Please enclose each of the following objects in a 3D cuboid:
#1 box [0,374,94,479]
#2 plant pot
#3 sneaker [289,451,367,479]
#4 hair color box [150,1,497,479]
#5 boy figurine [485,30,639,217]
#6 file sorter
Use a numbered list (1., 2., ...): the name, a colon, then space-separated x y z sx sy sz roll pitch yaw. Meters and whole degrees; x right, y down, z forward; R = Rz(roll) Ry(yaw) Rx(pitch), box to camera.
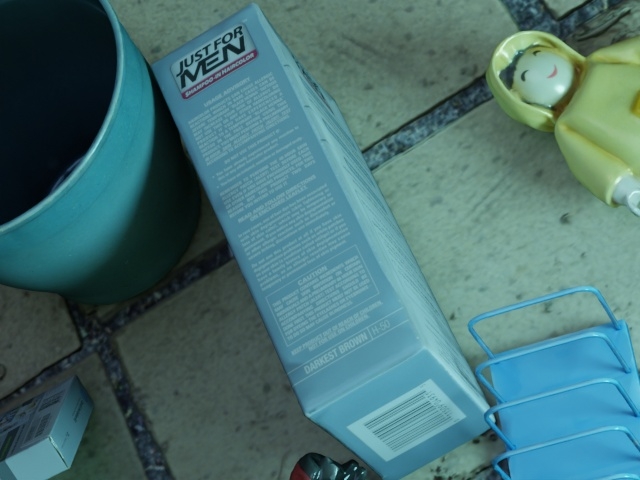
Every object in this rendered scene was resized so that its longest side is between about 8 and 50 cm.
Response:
1. box: -0.296 0.198 1.604 0.186 0.038 0.145 -27 14 9
2. plant pot: -0.240 -0.072 1.633 0.272 0.255 0.271 -9 64 20
3. sneaker: 0.054 0.294 1.422 0.276 0.098 0.135 41 98 26
4. hair color box: 0.000 0.000 1.533 0.114 0.185 0.374 -30 57 8
5. boy figurine: 0.270 -0.112 1.528 0.285 0.092 0.177 26 81 28
6. file sorter: 0.189 0.138 1.431 0.118 0.104 0.170 -17 60 16
